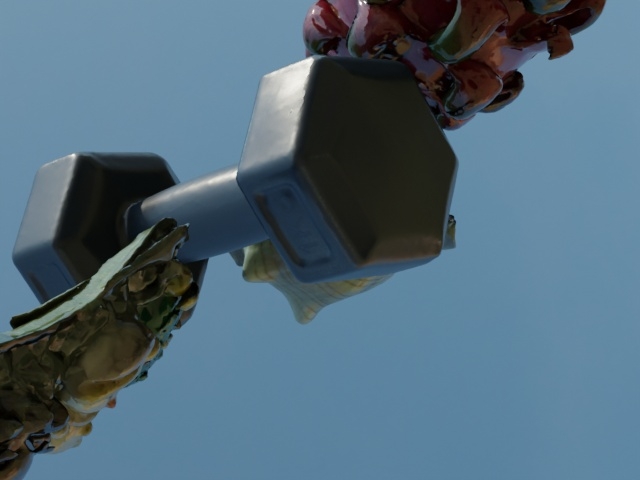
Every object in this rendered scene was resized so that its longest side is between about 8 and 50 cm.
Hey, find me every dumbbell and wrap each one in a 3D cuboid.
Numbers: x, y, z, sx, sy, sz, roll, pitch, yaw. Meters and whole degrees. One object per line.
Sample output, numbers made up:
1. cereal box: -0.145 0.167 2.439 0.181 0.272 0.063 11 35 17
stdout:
1. dumbbell: -0.067 -0.021 0.992 0.160 0.325 0.144 -2 -102 -48

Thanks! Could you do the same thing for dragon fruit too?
1. dragon fruit: 0.108 -0.180 1.041 0.218 0.273 0.198 -13 -83 -36

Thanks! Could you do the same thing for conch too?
1. conch: -0.009 0.009 1.135 0.234 0.137 0.114 28 -111 23

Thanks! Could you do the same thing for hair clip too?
1. hair clip: -0.162 0.086 0.711 0.091 0.138 0.321 45 -144 15
